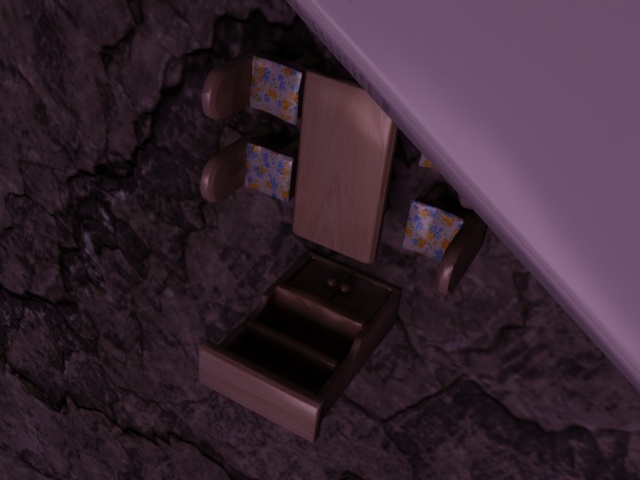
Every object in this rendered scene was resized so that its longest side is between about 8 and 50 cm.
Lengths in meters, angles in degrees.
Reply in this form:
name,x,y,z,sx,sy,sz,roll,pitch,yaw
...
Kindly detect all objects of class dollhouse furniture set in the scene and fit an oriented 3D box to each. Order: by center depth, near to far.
name,x,y,z,sx,sy,sz,roll,pitch,yaw
dollhouse furniture set,0.000,0.000,0.541,0.212,0.161,0.242,22,128,21

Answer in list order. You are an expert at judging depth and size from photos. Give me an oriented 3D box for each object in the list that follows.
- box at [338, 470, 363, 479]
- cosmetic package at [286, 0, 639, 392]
name,x,y,z,sx,sy,sz,roll,pitch,yaw
box,0.082,0.322,0.764,0.168,0.054,0.059,25,129,18
cosmetic package,0.136,-0.093,0.352,0.197,0.155,0.365,-41,93,10
